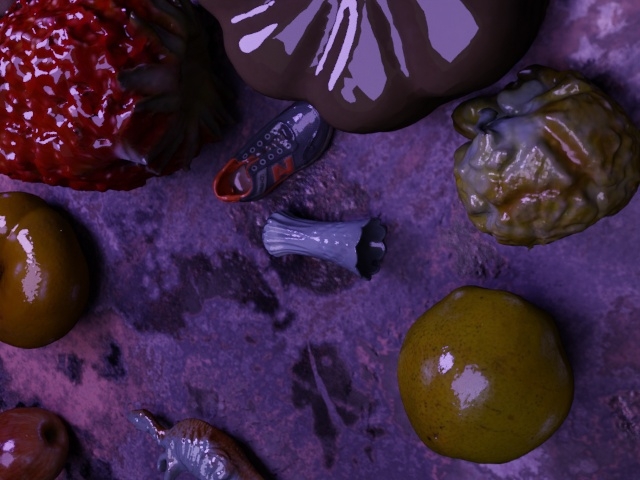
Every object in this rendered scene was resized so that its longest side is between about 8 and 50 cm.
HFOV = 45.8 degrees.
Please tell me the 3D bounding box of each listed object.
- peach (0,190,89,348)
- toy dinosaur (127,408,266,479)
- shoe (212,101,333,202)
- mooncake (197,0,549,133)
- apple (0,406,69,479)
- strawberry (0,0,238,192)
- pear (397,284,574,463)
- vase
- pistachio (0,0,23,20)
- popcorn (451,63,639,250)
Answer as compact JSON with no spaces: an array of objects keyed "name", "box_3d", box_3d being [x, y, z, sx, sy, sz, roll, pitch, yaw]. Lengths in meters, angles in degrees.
[{"name":"peach","box_3d":[-0.471,0.044,1.178,0.251,0.153,0.251,12,118,23]},{"name":"toy dinosaur","box_3d":[-0.137,0.373,1.144,0.393,0.092,0.205,5,103,29]},{"name":"shoe","box_3d":[-0.061,-0.107,0.949,0.194,0.077,0.074,-38,86,32]},{"name":"mooncake","box_3d":[0.048,-0.290,0.737,0.378,0.201,0.378,6,109,18]},{"name":"apple","box_3d":[-0.504,0.356,1.298,0.131,0.146,0.146,-21,95,8]},{"name":"strawberry","box_3d":[-0.297,-0.197,0.919,0.343,0.292,0.292,3,107,14]},{"name":"pear","box_3d":[0.181,0.149,0.846,0.198,0.198,0.198,9,110,26]},{"name":"vase","box_3d":[0.000,0.000,0.954,0.149,0.081,0.081,9,110,29]},{"name":"pistachio","box_3d":[-0.462,-0.368,1.002,0.238,0.229,0.321,29,133,-20]},{"name":"popcorn","box_3d":[0.211,-0.089,0.761,0.198,0.198,0.212,-50,46,30]}]
